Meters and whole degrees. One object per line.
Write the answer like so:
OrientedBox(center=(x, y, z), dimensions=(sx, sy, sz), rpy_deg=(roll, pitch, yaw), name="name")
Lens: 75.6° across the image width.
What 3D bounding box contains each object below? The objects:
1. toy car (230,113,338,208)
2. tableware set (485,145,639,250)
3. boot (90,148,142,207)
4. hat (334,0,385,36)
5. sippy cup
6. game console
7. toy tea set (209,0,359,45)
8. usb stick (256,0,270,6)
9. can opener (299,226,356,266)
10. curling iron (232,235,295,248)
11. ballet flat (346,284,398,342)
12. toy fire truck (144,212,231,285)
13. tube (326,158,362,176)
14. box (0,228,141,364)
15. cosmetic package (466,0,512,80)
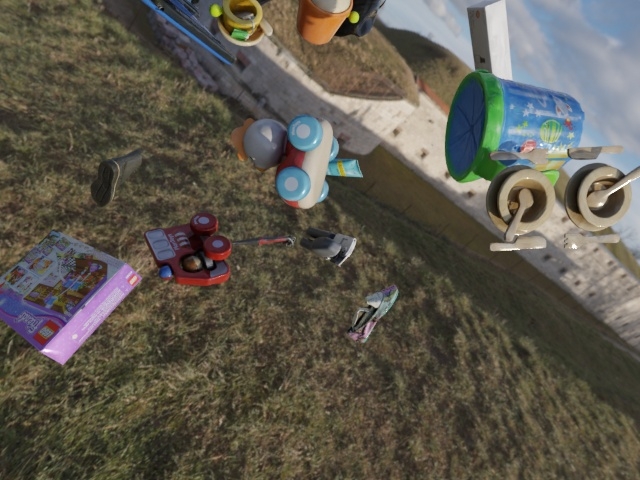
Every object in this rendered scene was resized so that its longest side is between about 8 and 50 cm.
OrientedBox(center=(-0.103, -0.198, 0.967), dimensions=(0.238, 0.210, 0.219), rpy_deg=(15, 7, 12), name="toy car")
OrientedBox(center=(0.299, -0.050, 0.504), dimensions=(0.039, 0.195, 0.128), rpy_deg=(-148, -125, -78), name="tableware set")
OrientedBox(center=(-0.635, -0.196, 1.304), dimensions=(0.077, 0.198, 0.137), rpy_deg=(45, 39, -6), name="boot")
OrientedBox(center=(0.076, -0.630, 1.123), dimensions=(0.332, 0.133, 0.331), rpy_deg=(4, 30, -2), name="hat")
OrientedBox(center=(0.418, -0.237, 0.897), dimensions=(0.240, 0.225, 0.304), rpy_deg=(117, -24, -84), name="sippy cup")
OrientedBox(center=(-0.259, -0.515, 0.768), dimensions=(0.250, 0.173, 0.293), rpy_deg=(47, 14, 11), name="game console")
OrientedBox(center=(-0.093, -0.458, 0.725), dimensions=(0.337, 0.124, 0.199), rpy_deg=(-14, 78, -23), name="toy tea set")
OrientedBox(center=(-0.254, -0.897, 1.555), dimensions=(0.045, 0.278, 0.077), rpy_deg=(33, 67, -44), name="usb stick")
OrientedBox(center=(0.000, 0.000, 1.061), dimensions=(0.095, 0.075, 0.283), rpy_deg=(33, -5, -23), name="can opener")
OrientedBox(center=(-0.234, 0.010, 1.695), dimensions=(0.068, 0.275, 0.035), rpy_deg=(73, 18, -50), name="curling iron")
OrientedBox(center=(0.159, 0.226, 1.313), dimensions=(0.079, 0.221, 0.077), rpy_deg=(31, 8, -18), name="ballet flat")
OrientedBox(center=(-0.469, 0.050, 1.484), dimensions=(0.254, 0.169, 0.302), rpy_deg=(-17, 53, -29), name="toy fire truck")
OrientedBox(center=(0.030, -0.238, 1.329), dimensions=(0.080, 0.207, 0.052), rpy_deg=(56, 47, -57), name="tube")
OrientedBox(center=(-0.527, 0.096, 0.828), dimensions=(0.200, 0.294, 0.057), rpy_deg=(-55, 143, -27), name="box")
OrientedBox(center=(0.465, -0.522, 1.132), dimensions=(0.098, 0.061, 0.238), rpy_deg=(-116, -177, -60), name="cosmetic package")
